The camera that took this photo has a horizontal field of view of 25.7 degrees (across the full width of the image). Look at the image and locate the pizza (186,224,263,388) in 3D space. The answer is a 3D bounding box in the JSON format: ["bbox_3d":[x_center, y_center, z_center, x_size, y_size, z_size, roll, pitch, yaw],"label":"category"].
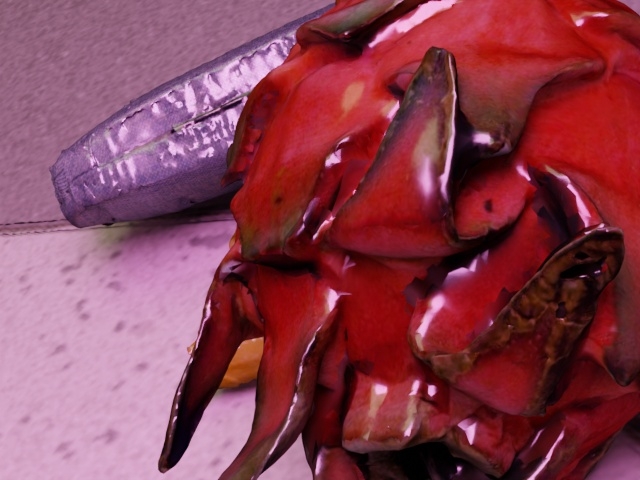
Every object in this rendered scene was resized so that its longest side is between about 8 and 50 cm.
[{"bbox_3d":[0.000,0.000,0.665,0.178,0.041,0.131,-30,34,-3],"label":"pizza"}]

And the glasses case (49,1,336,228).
[{"bbox_3d":[-0.005,-0.077,0.712,0.282,0.067,0.109,-26,-5,4],"label":"glasses case"}]

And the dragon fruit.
[{"bbox_3d":[0.049,0.008,0.502,0.192,0.193,0.274,-6,65,33],"label":"dragon fruit"}]
